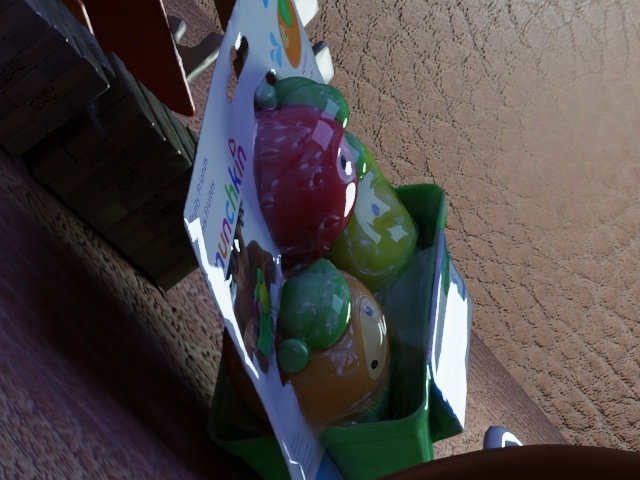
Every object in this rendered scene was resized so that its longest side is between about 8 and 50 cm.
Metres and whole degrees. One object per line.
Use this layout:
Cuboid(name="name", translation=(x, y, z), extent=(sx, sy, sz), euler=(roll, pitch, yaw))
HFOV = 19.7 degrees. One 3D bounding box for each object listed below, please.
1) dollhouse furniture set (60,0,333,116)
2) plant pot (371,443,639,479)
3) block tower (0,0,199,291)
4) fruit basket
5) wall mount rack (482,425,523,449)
Cuboid(name="dollhouse furniture set", translation=(-0.150, -0.187, 1.375), extent=(0.262, 0.135, 0.259), euler=(22, -29, 24))
Cuboid(name="plant pot", translation=(0.084, 0.249, 0.686), extent=(0.291, 0.291, 0.203), euler=(-119, -176, -51))
Cuboid(name="block tower", translation=(-0.184, -0.099, 1.322), extent=(0.335, 0.091, 0.097), euler=(47, 10, -42))
Cuboid(name="fruit basket", translation=(0.000, 0.000, 1.248), extent=(0.327, 0.165, 0.353), euler=(-81, 163, -46))
Cuboid(name="wall mount rack", translation=(0.131, 0.296, 1.107), extent=(0.304, 0.130, 0.350), euler=(24, 45, -69))
